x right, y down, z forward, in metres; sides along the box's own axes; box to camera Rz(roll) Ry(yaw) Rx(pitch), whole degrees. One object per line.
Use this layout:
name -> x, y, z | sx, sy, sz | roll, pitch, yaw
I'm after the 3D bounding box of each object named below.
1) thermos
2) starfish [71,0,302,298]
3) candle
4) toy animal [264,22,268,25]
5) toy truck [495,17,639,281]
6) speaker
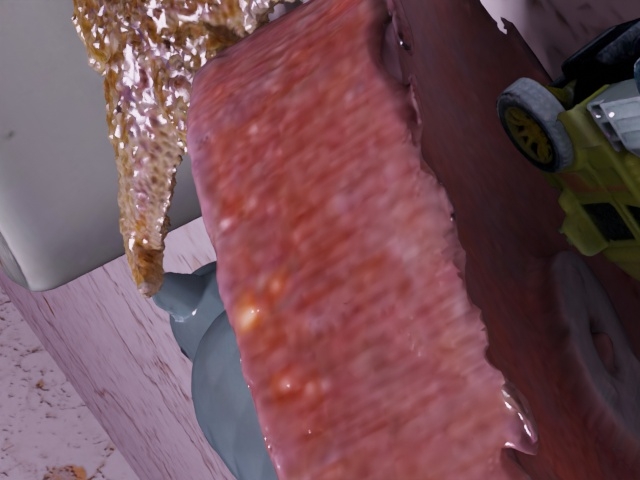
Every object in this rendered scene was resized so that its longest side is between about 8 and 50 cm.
thermos -> 0.004, 0.112, 1.125 | 0.182, 0.145, 0.286 | 28, -170, -40
starfish -> -0.068, -0.125, 0.844 | 0.299, 0.060, 0.302 | -50, 59, 41
candle -> 0.059, 0.060, 0.620 | 0.317, 0.131, 0.287 | 55, -160, -10
toy animal -> -0.042, -0.092, 0.943 | 0.155, 0.095, 0.219 | 40, 157, 58
toy truck -> 0.144, -0.028, 0.518 | 0.116, 0.085, 0.191 | 57, 163, -9
speaker -> -0.225, -0.172, 1.181 | 0.406, 0.184, 0.183 | 63, 163, -12
